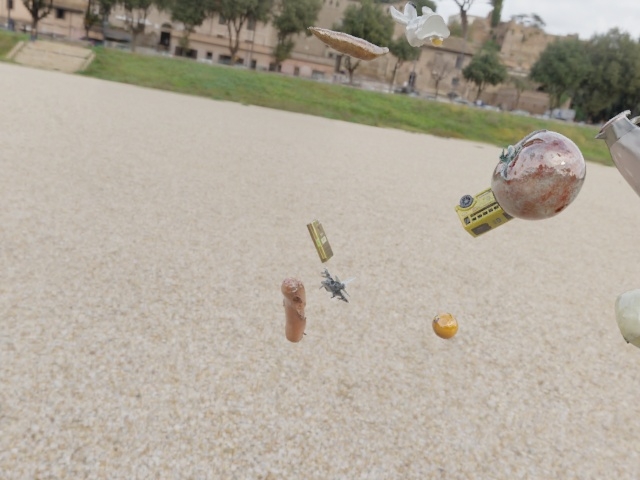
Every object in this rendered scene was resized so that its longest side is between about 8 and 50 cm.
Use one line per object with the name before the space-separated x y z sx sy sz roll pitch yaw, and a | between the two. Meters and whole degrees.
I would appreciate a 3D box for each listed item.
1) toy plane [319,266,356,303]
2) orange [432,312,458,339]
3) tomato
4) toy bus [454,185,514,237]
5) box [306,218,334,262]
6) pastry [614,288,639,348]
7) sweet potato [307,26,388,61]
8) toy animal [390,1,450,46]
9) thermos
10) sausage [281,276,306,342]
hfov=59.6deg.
toy plane | 0.039 0.164 2.020 0.082 0.160 0.234 -41 13 -29
orange | 0.378 0.258 1.691 0.083 0.083 0.083 10 14 -2
tomato | 0.741 -0.222 1.923 0.282 0.317 0.317 37 13 -5
toy bus | 0.717 -0.148 2.221 0.145 0.331 0.151 32 37 -44
box | 0.000 0.000 1.764 0.023 0.133 0.090 -21 7 16
pastry | 1.298 0.313 2.229 0.265 0.265 0.133 1 -22 -32
sweet potato | 0.091 -0.624 1.794 0.314 0.066 0.072 5 -25 -31
toy animal | 0.281 -0.598 1.547 0.131 0.127 0.181 -14 22 -15
thermos | 0.678 -0.186 1.166 0.193 0.137 0.105 58 0 20
sausage | -0.083 0.214 1.775 0.079 0.327 0.087 15 50 13
